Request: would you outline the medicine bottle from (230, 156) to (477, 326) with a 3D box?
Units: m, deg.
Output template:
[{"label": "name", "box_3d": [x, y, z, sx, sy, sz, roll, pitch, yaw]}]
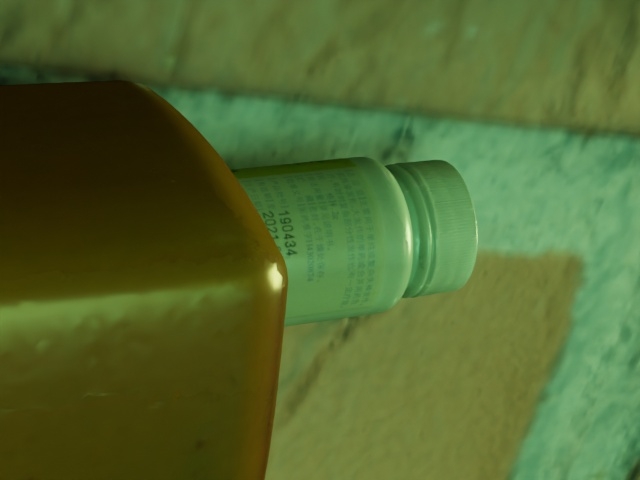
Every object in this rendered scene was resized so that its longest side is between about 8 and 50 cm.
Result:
[{"label": "medicine bottle", "box_3d": [0.000, 0.000, 0.501, 0.083, 0.047, 0.047, -8, 122, -24]}]

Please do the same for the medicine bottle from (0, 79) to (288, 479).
[{"label": "medicine bottle", "box_3d": [-0.131, 0.046, 0.419, 0.222, 0.112, 0.149, -5, 121, -25]}]
